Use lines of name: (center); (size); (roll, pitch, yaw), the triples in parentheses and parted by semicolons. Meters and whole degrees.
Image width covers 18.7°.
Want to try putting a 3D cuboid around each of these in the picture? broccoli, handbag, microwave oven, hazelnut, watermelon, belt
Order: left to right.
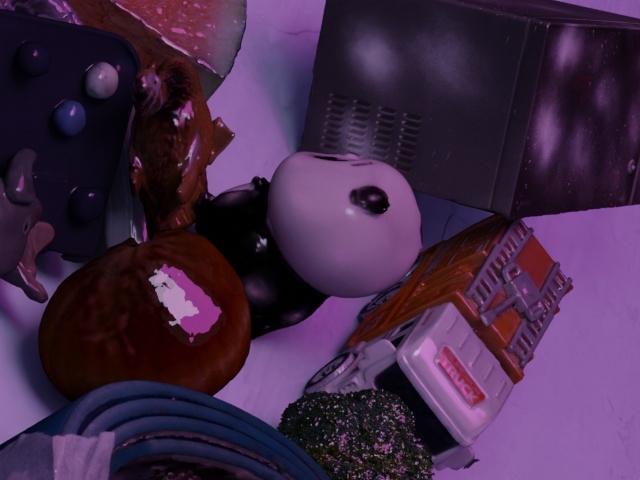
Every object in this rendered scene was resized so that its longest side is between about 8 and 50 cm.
handbag: (-0.314, -0.083, 1.807); (0.325, 0.118, 0.269); (3, 99, -52)
watermelon: (-0.215, -0.281, 2.200); (0.256, 0.140, 0.193); (29, 46, -23)
hazelnut: (-0.168, 0.082, 1.851); (0.178, 0.204, 0.178); (-12, 90, -88)
belt: (-0.128, 0.297, 1.749); (0.436, 0.173, 0.300); (21, 48, -43)
broccoli: (0.033, 0.242, 2.033); (0.156, 0.195, 0.195); (54, 26, -45)
microwave oven: (0.222, -0.190, 2.459); (0.432, 0.374, 0.236); (-5, 110, -56)

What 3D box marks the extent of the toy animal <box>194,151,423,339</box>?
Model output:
toy animal: (-0.004, -0.006, 2.113); (0.187, 0.235, 0.165); (22, 49, -53)

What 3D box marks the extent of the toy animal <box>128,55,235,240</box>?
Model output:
toy animal: (-0.153, -0.087, 1.890); (0.179, 0.089, 0.188); (14, 84, -76)

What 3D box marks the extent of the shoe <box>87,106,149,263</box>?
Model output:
shoe: (-0.195, -0.052, 1.999); (0.100, 0.103, 0.251); (3, 72, -28)

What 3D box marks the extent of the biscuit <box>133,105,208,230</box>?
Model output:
biscuit: (-0.197, -0.091, 2.131); (0.188, 0.027, 0.188); (32, 40, -32)

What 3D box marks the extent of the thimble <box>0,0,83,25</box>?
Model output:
thimble: (-0.311, -0.192, 1.999); (0.150, 0.098, 0.150); (35, 38, -33)

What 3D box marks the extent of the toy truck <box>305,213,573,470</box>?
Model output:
toy truck: (0.150, 0.120, 2.246); (0.173, 0.207, 0.387); (52, 33, -8)
